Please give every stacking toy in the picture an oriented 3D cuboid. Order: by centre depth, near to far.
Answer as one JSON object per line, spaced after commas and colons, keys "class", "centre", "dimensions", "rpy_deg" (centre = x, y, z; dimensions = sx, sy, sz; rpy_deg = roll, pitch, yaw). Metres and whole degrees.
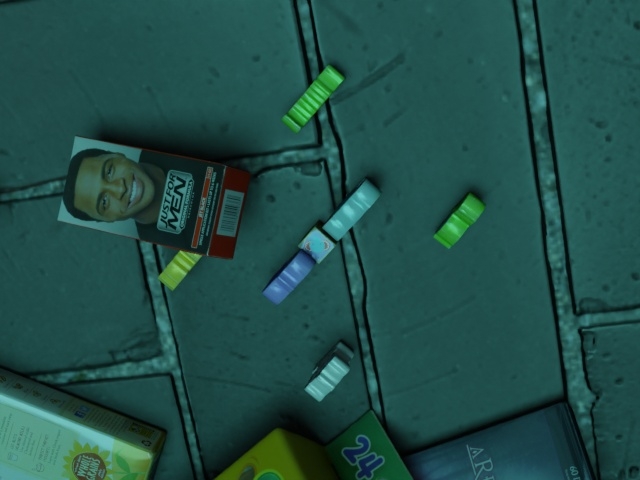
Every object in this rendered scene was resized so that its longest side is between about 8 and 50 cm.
{"class": "stacking toy", "centre": [0.000, 0.000, 0.924], "dimensions": [0.167, 0.052, 0.221], "rpy_deg": [39, 109, -3]}

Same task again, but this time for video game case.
{"class": "video game case", "centre": [0.098, 0.263, 0.938], "dimensions": [0.274, 0.026, 0.196], "rpy_deg": [-23, 59, 16]}

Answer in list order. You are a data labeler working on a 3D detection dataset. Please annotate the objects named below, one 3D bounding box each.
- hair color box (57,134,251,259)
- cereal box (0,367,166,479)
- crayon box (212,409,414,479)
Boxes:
{"class": "hair color box", "centre": [-0.130, -0.034, 0.910], "dimensions": [0.141, 0.043, 0.072], "rpy_deg": [11, 90, 26]}
{"class": "cereal box", "centre": [-0.273, 0.205, 1.036], "dimensions": [0.240, 0.047, 0.173], "rpy_deg": [22, 110, 3]}
{"class": "crayon box", "centre": [-0.053, 0.298, 0.933], "dimensions": [0.323, 0.083, 0.203], "rpy_deg": [-41, 54, 11]}
